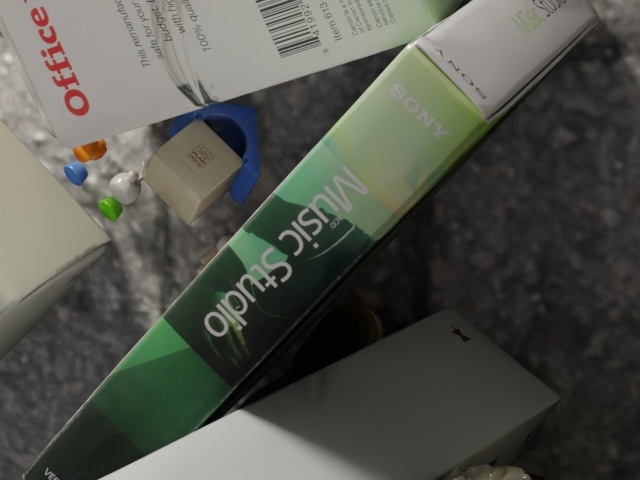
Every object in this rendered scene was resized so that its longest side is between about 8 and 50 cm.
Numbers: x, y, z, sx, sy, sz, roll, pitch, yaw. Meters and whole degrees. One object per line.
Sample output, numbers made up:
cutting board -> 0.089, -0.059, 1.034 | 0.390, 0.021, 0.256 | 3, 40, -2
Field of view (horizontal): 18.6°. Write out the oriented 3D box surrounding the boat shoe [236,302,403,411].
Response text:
boat shoe -> -0.004, 0.100, 1.156 | 0.152, 0.049, 0.056 | -47, 48, 27

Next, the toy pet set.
toy pet set -> -0.079, -0.040, 1.151 | 0.122, 0.065, 0.114 | 45, 152, 6

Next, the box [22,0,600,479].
box -> 0.000, 0.000, 1.021 | 0.058, 0.232, 0.322 | 43, 117, 3

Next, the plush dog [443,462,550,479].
plush dog -> 0.085, 0.274, 0.955 | 0.225, 0.210, 0.262 | 38, 139, 18

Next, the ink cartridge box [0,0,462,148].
ink cartridge box -> -0.061, -0.169, 1.054 | 0.237, 0.100, 0.172 | -15, 109, 25

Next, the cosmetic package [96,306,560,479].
cosmetic package -> -0.050, 0.205, 1.023 | 0.097, 0.377, 0.284 | 38, 117, 18

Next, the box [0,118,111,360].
box -> -0.271, -0.021, 1.182 | 0.232, 0.127, 0.148 | 47, 117, 2
